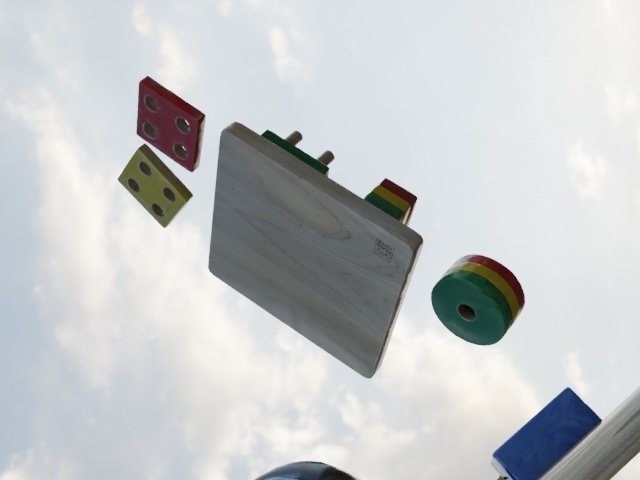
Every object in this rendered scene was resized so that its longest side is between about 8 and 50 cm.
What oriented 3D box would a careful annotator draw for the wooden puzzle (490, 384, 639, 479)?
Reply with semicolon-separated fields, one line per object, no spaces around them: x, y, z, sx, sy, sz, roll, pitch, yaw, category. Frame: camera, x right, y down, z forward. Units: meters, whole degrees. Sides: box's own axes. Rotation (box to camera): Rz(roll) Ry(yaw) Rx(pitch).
0.161;0.256;0.930;0.080;0.322;0.348;48;169;18;wooden puzzle

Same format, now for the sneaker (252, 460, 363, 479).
0.082;0.213;0.281;0.140;0.125;0.340;23;-148;-49;sneaker

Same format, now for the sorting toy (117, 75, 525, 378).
-0.008;-0.004;0.612;0.046;0.275;0.132;-45;-21;-37;sorting toy
